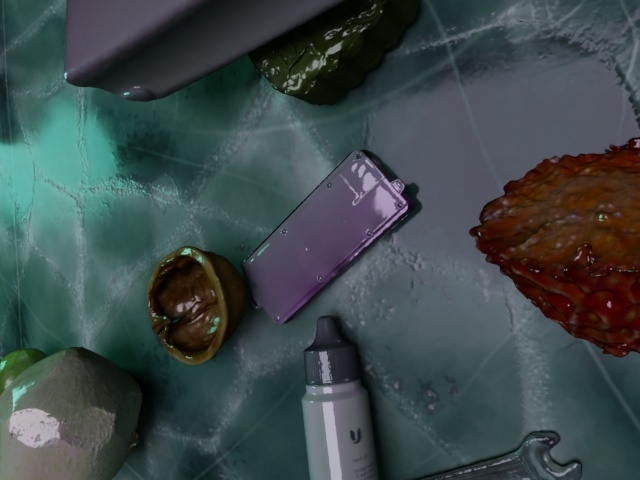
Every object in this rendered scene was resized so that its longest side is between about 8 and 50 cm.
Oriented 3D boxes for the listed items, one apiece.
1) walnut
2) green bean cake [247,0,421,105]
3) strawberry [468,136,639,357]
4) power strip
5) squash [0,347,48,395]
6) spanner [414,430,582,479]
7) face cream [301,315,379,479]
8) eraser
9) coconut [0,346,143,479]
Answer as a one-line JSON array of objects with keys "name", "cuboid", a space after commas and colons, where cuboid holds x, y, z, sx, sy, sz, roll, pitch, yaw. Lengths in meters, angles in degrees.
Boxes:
[{"name": "walnut", "cuboid": [-0.171, 0.091, 0.670, 0.211, 0.087, 0.167, -30, 77, 40]}, {"name": "green bean cake", "cuboid": [-0.008, -0.297, 0.561, 0.200, 0.113, 0.214, -40, 74, 20]}, {"name": "strawberry", "cuboid": [0.280, 0.015, 0.430, 0.234, 0.234, 0.178, -16, 116, 26]}, {"name": "power strip", "cuboid": [0.000, 0.000, 0.614, 0.279, 0.037, 0.109, -44, 74, 21]}, {"name": "squash", "cuboid": [-0.542, 0.389, 0.857, 0.118, 0.118, 0.371, -7, 94, 26]}, {"name": "spanner", "cuboid": [0.167, 0.309, 0.562, 0.302, 0.017, 0.071, -30, 79, 23]}, {"name": "face cream", "cuboid": [0.024, 0.254, 0.579, 0.092, 0.092, 0.311, -13, 80, 26]}, {"name": "eraser", "cuboid": [-0.140, -0.337, 0.505, 0.359, 0.122, 0.272, -13, 78, 33]}, {"name": "coconut", "cuboid": [-0.409, 0.287, 0.733, 0.224, 0.224, 0.234, 29, 102, 22]}]
